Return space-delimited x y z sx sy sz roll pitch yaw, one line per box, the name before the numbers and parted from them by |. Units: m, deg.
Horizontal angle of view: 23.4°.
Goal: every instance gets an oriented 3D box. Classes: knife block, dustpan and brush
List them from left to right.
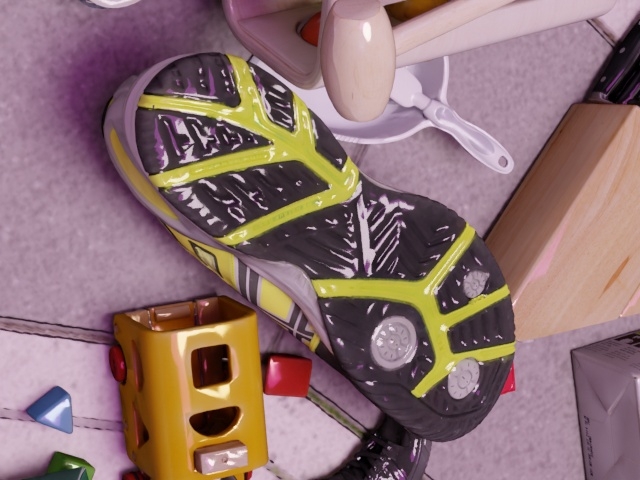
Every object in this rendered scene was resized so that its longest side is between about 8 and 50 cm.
dustpan and brush | 0.063 -0.116 1.183 0.211 0.060 0.147 37 82 -26
knife block | 0.228 -0.061 1.255 0.275 0.088 0.242 -11 100 -25

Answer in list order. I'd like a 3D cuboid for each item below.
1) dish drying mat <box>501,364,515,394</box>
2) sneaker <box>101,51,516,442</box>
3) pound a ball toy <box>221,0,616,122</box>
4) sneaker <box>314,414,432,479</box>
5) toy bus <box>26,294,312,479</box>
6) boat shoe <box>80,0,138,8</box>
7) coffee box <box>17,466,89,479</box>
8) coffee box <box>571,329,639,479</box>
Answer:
dish drying mat | 0.146 0.089 1.286 0.032 0.008 0.083 -12 103 -23
sneaker | 0.000 0.000 1.125 0.145 0.147 0.385 -50 117 -13
pound a ball toy | 0.081 -0.163 1.061 0.319 0.208 0.136 -19 132 -32
sneaker | 0.027 0.200 1.222 0.089 0.051 0.170 12 97 -31
toy bus | -0.089 0.141 1.128 0.202 0.104 0.191 39 81 -25
boat shoe | -0.078 -0.248 1.084 0.254 0.079 0.095 -42 116 -11
coffee box | -0.201 0.260 1.105 0.113 0.040 0.184 -10 104 5
coffee box | 0.353 0.139 1.342 0.246 0.098 0.141 -15 105 -23
